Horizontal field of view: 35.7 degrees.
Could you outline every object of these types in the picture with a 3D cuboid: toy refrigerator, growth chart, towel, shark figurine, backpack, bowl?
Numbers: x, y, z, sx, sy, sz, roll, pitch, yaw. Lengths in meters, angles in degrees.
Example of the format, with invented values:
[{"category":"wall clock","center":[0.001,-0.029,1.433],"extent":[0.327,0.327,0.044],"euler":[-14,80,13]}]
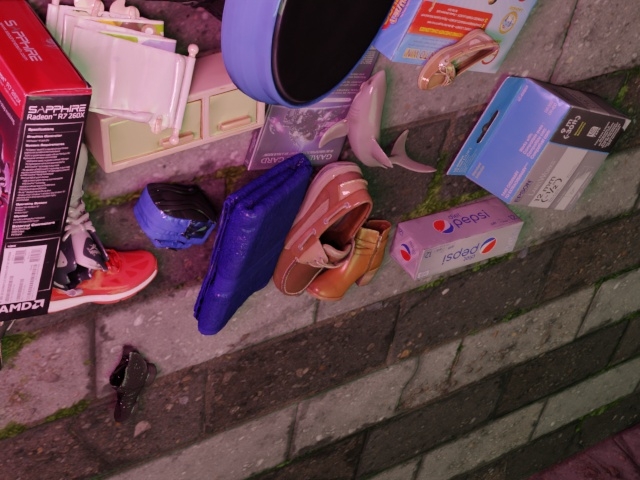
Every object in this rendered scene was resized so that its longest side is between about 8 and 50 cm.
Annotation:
[{"category":"toy refrigerator","center":[-0.219,-0.198,1.509],"extent":[0.270,0.094,0.102],"euler":[-20,139,-26]},{"category":"growth chart","center":[-0.279,-0.245,1.382],"extent":[0.237,0.021,0.172],"euler":[15,94,-32]},{"category":"towel","center":[-0.127,0.003,1.758],"extent":[0.227,0.076,0.308],"euler":[-46,164,-49]},{"category":"shark figurine","center":[0.110,-0.164,1.792],"extent":[0.166,0.116,0.278],"euler":[-44,148,-3]},{"category":"backpack","center":[-0.249,-0.036,1.648],"extent":[0.120,0.098,0.101],"euler":[10,123,-48]},{"category":"bowl","center":[0.009,-0.367,1.423],"extent":[0.391,0.077,0.391],"euler":[-49,157,-28]}]

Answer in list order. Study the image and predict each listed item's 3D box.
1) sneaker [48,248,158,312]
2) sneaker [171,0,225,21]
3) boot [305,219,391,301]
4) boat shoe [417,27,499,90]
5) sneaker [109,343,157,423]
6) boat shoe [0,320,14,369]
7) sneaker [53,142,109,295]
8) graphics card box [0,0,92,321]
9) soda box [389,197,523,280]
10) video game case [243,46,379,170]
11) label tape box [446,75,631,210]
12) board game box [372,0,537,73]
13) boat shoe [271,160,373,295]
[{"category":"sneaker","center":[-0.371,0.037,1.629],"extent":[0.221,0.087,0.128],"euler":[-21,141,-26]},{"category":"sneaker","center":[-0.143,-0.351,1.413],"extent":[0.283,0.107,0.124],"euler":[-16,143,-29]},{"category":"boot","center":[0.058,0.035,2.015],"extent":[0.197,0.073,0.152],"euler":[-22,142,-46]},{"category":"boat shoe","center":[0.230,-0.297,1.665],"extent":[0.153,0.048,0.056],"euler":[-35,147,-15]},{"category":"sneaker","center":[-0.376,0.278,1.906],"extent":[0.089,0.051,0.170],"euler":[16,112,-49]},{"category":"boat shoe","center":[-0.519,0.126,1.591],"extent":[0.079,0.084,0.233],"euler":[-14,133,-30]},{"category":"sneaker","center":[-0.364,-0.022,1.485],"extent":[0.235,0.153,0.094],"euler":[-64,160,11]},{"category":"graphics card box","center":[-0.415,-0.102,1.320],"extent":[0.094,0.233,0.371],"euler":[-10,135,-36]},{"category":"soda box","center":[0.297,-0.006,2.159],"extent":[0.286,0.098,0.091],"euler":[-15,136,-31]},{"category":"video game case","center":[-0.011,-0.242,1.706],"extent":[0.196,0.026,0.274],"euler":[-7,133,-37]},{"category":"label tape box","center":[0.464,-0.198,2.096],"extent":[0.348,0.115,0.249],"euler":[2,127,-44]},{"category":"board game box","center":[0.254,-0.438,1.657],"extent":[0.308,0.086,0.302],"euler":[-4,131,-47]},{"category":"boat shoe","center":[0.000,0.000,1.877],"extent":[0.123,0.116,0.324],"euler":[-7,139,-36]}]
